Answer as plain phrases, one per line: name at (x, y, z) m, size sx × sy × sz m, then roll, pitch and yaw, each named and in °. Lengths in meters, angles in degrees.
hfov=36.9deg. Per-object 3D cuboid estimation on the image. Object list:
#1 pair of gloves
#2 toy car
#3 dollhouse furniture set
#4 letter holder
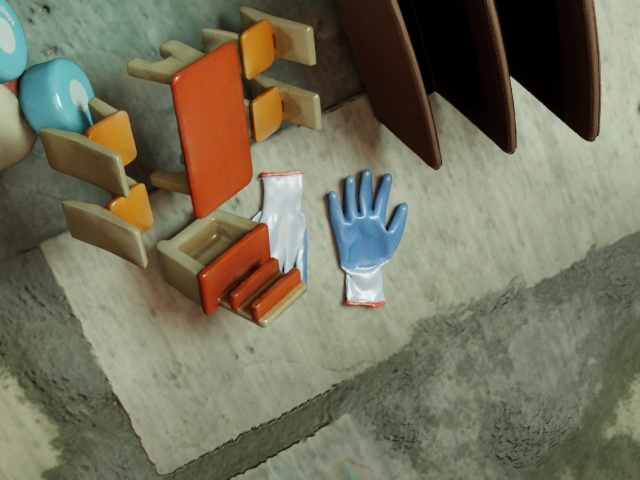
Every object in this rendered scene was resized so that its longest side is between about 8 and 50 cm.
pair of gloves at (0.000, 0.000, 1.050) m, size 0.198 × 0.023 × 0.159 m, roll 0°, pitch 101°, yaw -16°
toy car at (-0.339, -0.197, 0.853) m, size 0.219 × 0.210 × 0.238 m, roll -12°, pitch 67°, yaw 16°
dollhouse furniture set at (-0.093, -0.056, 0.900) m, size 0.262 × 0.135 × 0.259 m, roll -42°, pitch 141°, yaw -36°
letter holder at (0.131, -0.198, 0.878) m, size 0.152 × 0.214 × 0.302 m, roll -34°, pitch 141°, yaw -6°
